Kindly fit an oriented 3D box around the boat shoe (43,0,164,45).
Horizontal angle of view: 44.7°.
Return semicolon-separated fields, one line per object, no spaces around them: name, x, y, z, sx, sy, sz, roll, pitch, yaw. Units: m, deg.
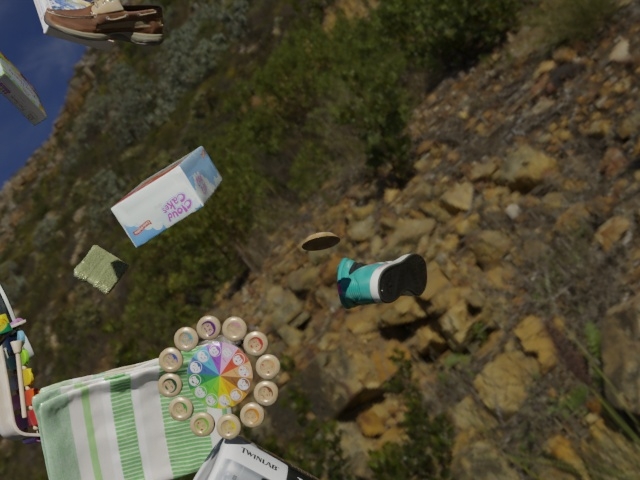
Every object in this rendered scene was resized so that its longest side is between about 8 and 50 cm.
boat shoe;-0.565;-0.592;2.055;0.324;0.123;0.116;-5;-61;-38

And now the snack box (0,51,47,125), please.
snack box;-0.610;-0.308;1.551;0.037;0.100;0.141;-32;-33;1

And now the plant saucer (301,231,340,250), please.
plant saucer;0.000;0.000;1.650;0.083;0.015;0.083;-10;-19;-4

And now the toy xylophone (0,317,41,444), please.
toy xylophone;-0.755;0.356;1.943;0.081;0.323;0.236;-5;-5;-41

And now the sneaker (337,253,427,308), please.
sneaker;0.130;0.097;1.864;0.178;0.124;0.295;-1;3;31

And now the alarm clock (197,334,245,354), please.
alarm clock;-0.206;0.232;1.608;0.192;0.064;0.129;-29;-16;21

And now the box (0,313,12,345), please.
box;-0.682;0.198;1.459;0.179;0.043;0.105;-16;-17;-44

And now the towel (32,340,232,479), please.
towel;-0.306;0.323;1.335;0.324;0.248;0.038;-13;20;-24

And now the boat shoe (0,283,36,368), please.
boat shoe;-0.934;0.231;2.269;0.091;0.303;0.114;-26;9;-21

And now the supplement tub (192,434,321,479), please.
supplement tub;-0.053;0.451;1.197;0.194;0.316;0.193;-59;7;11

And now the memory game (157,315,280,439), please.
memory game;-0.149;0.202;1.147;0.186;0.186;0.012;-40;-2;1

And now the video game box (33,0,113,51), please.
video game box;-0.738;-0.660;2.319;0.205;0.187;0.048;6;-43;-43

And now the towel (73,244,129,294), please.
towel;-0.554;0.074;1.970;0.027;0.110;0.148;-54;11;27

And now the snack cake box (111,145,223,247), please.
snack cake box;-0.288;-0.092;1.506;0.152;0.089;0.264;-29;13;8
